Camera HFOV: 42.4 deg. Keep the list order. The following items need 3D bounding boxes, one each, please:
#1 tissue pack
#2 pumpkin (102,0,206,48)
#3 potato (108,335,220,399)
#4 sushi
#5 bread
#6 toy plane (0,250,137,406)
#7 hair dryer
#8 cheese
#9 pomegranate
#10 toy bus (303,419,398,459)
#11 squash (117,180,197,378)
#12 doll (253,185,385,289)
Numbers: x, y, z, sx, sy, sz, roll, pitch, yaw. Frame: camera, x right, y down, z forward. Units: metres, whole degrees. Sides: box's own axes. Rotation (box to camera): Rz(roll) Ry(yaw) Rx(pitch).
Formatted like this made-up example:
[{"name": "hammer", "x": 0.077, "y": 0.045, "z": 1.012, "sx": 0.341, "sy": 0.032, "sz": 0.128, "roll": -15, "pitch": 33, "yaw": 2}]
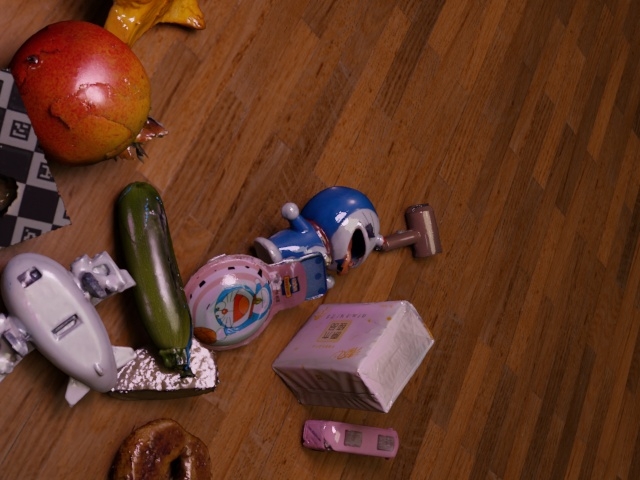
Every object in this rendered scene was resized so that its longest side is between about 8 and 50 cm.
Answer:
[{"name": "tissue pack", "x": 0.058, "y": 0.206, "z": 1.513, "sx": 0.185, "sy": 0.225, "sz": 0.124, "roll": -51, "pitch": 119, "yaw": -34}, {"name": "pumpkin", "x": -0.241, "y": -0.403, "z": 1.282, "sx": 0.095, "sy": 0.290, "sz": 0.258, "roll": 32, "pitch": 49, "yaw": 1}, {"name": "potato", "x": -0.255, "y": 0.210, "z": 1.332, "sx": 0.172, "sy": 0.089, "sz": 0.100, "roll": -3, "pitch": 68, "yaw": -16}, {"name": "sushi", "x": -0.487, "y": -0.093, "z": 1.122, "sx": 0.220, "sy": 0.047, "sz": 0.231, "roll": -22, "pitch": 110, "yaw": -15}, {"name": "bread", "x": -0.252, "y": 0.381, "z": 1.313, "sx": 0.193, "sy": 0.064, "sz": 0.193, "roll": 15, "pitch": 69, "yaw": -45}, {"name": "toy plane", "x": -0.373, "y": 0.123, "z": 1.198, "sx": 0.245, "sy": 0.117, "sz": 0.244, "roll": -2, "pitch": 94, "yaw": -26}, {"name": "hair dryer", "x": 0.180, "y": -0.009, "z": 1.774, "sx": 0.182, "sy": 0.064, "sz": 0.117, "roll": -16, "pitch": 95, "yaw": -38}, {"name": "cheese", "x": -0.120, "y": 0.095, "z": 1.412, "sx": 0.286, "sy": 0.074, "sz": 0.188, "roll": -16, "pitch": 122, "yaw": -20}, {"name": "pomegranate", "x": -0.339, "y": -0.206, "z": 1.202, "sx": 0.235, "sy": 0.210, "sz": 0.210, "roll": 28, "pitch": 66, "yaw": -31}, {"name": "toy bus", "x": 0.061, "y": 0.382, "z": 1.586, "sx": 0.203, "sy": 0.090, "sz": 0.063, "roll": 19, "pitch": 71, "yaw": -41}, {"name": "squash", "x": -0.258, "y": 0.060, "z": 1.294, "sx": 0.087, "sy": 0.087, "sz": 0.331, "roll": -6, "pitch": 76, "yaw": -44}, {"name": "doll", "x": 0.000, "y": 0.000, "z": 1.533, "sx": 0.257, "sy": 0.161, "sz": 0.215, "roll": -35, "pitch": 137, "yaw": -29}]
